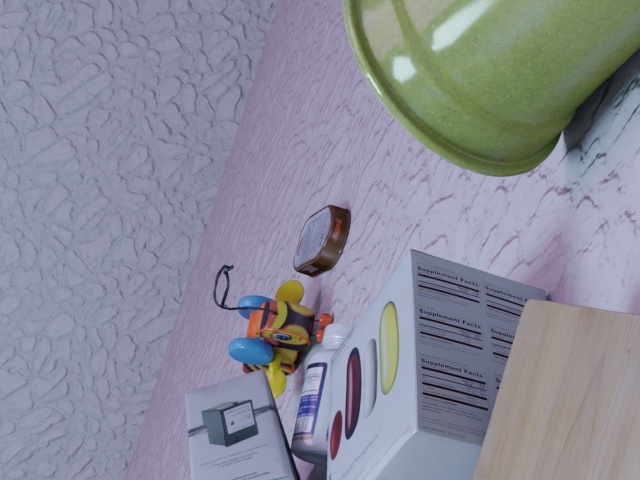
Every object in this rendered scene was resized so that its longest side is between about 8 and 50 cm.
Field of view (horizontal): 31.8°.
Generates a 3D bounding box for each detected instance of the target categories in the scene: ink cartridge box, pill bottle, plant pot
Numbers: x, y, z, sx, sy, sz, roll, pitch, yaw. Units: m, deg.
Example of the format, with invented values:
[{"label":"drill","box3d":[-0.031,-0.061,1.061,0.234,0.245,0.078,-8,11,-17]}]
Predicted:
[{"label":"ink cartridge box","box3d":[-0.084,0.325,1.422,0.289,0.121,0.211,-116,10,-70]},{"label":"pill bottle","box3d":[0.024,0.195,1.415,0.094,0.094,0.169,139,147,-63]},{"label":"plant pot","box3d":[0.202,-0.236,1.016,0.254,0.276,0.276,-37,36,48]}]

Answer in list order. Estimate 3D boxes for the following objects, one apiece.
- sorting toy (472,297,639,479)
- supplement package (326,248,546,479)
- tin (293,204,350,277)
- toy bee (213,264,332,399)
[{"label":"sorting toy","box3d":[0.200,0.183,0.787,0.255,0.089,0.257,-176,103,-75]},{"label":"supplement package","box3d":[0.108,0.157,1.038,0.203,0.149,0.194,-88,21,-44]},{"label":"tin","box3d":[0.000,0.000,1.860,0.189,0.040,0.106,150,140,-69]},{"label":"toy bee","box3d":[-0.063,0.152,1.741,0.298,0.162,0.195,41,-124,-79]}]
